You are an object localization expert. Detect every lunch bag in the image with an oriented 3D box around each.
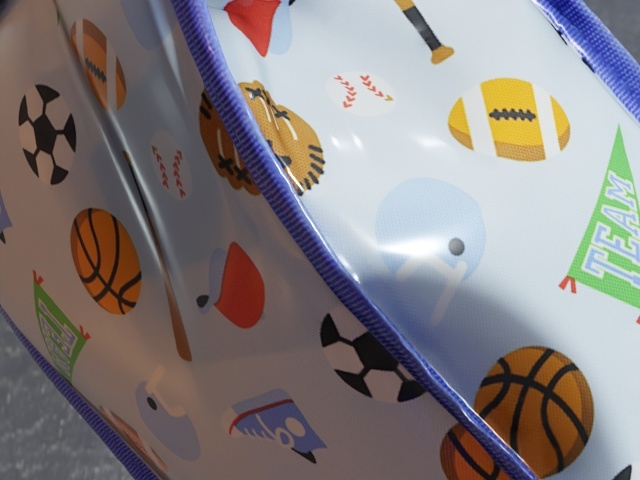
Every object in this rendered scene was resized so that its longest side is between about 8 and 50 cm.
[{"bbox_3d":[0.000,0.000,0.654,0.385,0.328,0.239,45,57,-8],"label":"lunch bag"}]
